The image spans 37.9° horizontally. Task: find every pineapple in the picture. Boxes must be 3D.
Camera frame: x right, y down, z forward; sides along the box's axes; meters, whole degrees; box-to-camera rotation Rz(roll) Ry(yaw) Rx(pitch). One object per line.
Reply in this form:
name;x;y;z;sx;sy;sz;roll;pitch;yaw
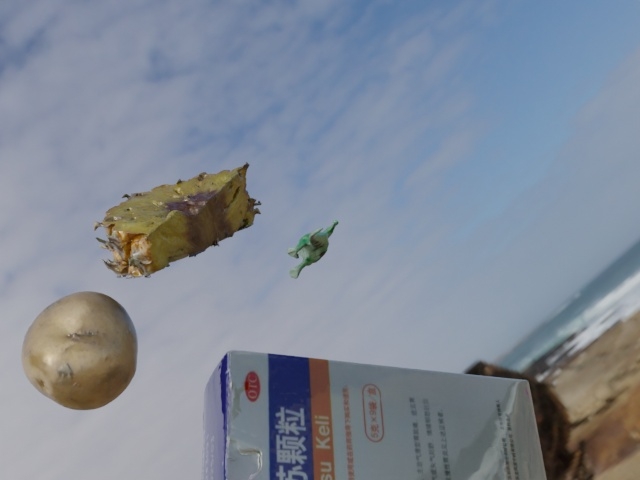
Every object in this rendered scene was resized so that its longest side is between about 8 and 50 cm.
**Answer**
pineapple;-0.182;-0.021;1.080;0.135;0.079;0.233;-7;15;33

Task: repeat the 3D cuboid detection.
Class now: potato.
potato;-0.231;0.107;0.917;0.112;0.112;0.147;-40;32;-3

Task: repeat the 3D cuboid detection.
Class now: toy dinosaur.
toy dinosaur;0.000;0.000;0.677;0.062;0.021;0.083;-40;-1;-40

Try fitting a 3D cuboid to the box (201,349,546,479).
box;0.049;0.219;0.820;0.300;0.200;0.106;9;-35;-18
